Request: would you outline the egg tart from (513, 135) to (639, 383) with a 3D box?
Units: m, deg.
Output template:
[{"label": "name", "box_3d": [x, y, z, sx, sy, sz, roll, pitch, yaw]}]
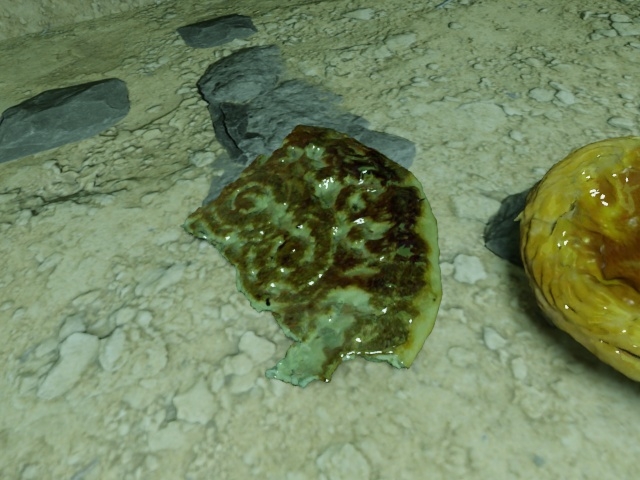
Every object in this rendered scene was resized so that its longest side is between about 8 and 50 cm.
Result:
[{"label": "egg tart", "box_3d": [0.372, 0.026, 0.450, 0.351, 0.150, 0.352, -9, 45, 9]}]

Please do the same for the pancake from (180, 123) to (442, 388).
[{"label": "pancake", "box_3d": [0.004, -0.003, 0.613, 0.304, 0.067, 0.427, -32, 50, -12]}]
